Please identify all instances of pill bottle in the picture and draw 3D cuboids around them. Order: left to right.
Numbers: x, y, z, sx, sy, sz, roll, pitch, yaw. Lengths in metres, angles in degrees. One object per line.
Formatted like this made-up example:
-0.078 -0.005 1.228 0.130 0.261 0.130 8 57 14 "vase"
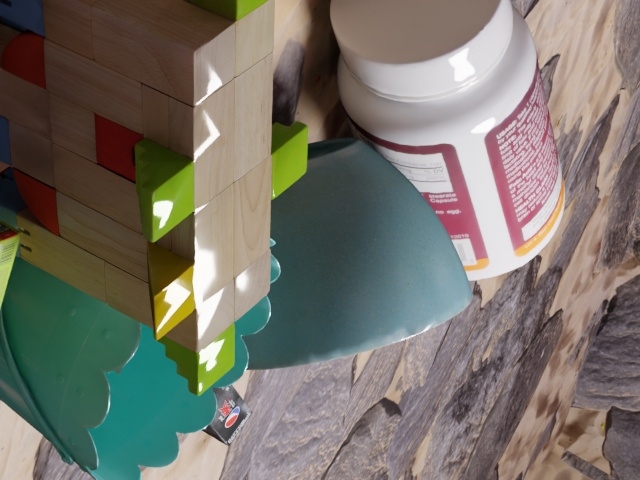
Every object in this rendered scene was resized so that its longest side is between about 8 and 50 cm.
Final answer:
0.143 -0.148 2.201 0.224 0.224 0.392 -52 149 -21 "pill bottle"

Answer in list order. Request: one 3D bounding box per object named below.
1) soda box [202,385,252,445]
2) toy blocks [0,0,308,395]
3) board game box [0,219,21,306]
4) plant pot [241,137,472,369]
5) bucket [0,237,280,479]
-0.133 0.184 2.282 0.053 0.060 0.169 -57 160 -13 "soda box"
-0.169 -0.095 1.537 0.191 0.261 0.381 -40 146 -40 "toy blocks"
-0.303 0.073 1.571 0.092 0.043 0.181 -27 141 -57 "board game box"
0.000 0.000 2.102 0.290 0.290 0.195 -29 107 -56 "plant pot"
-0.188 0.068 1.798 0.281 0.183 0.281 -50 158 -28 "bucket"
